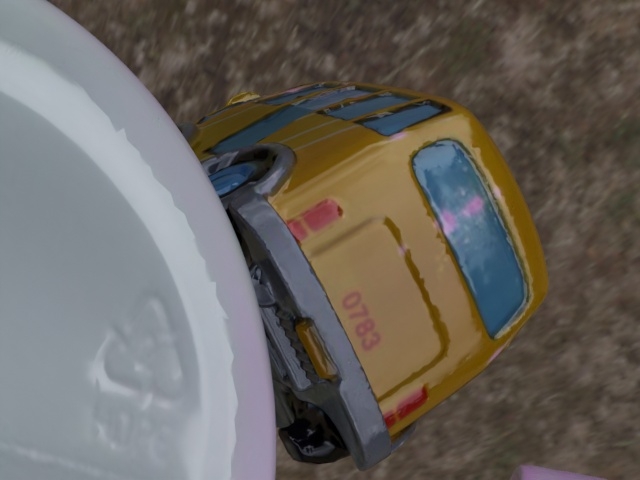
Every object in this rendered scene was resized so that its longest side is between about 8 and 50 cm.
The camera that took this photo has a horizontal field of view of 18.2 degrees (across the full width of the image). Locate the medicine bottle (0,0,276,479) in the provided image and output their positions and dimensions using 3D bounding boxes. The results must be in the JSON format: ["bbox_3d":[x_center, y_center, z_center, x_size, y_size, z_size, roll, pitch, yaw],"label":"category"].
[{"bbox_3d":[-0.175,0.060,0.561,0.252,0.241,0.252,10,76,-44],"label":"medicine bottle"}]

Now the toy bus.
[{"bbox_3d":[0.000,0.000,0.833,0.136,0.209,0.126,-32,109,-17],"label":"toy bus"}]

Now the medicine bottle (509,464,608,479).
[{"bbox_3d":[0.296,0.307,1.618,0.316,0.202,0.202,11,76,2],"label":"medicine bottle"}]
